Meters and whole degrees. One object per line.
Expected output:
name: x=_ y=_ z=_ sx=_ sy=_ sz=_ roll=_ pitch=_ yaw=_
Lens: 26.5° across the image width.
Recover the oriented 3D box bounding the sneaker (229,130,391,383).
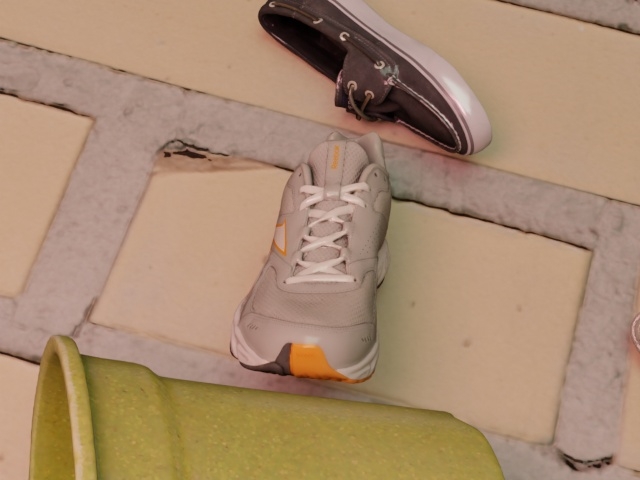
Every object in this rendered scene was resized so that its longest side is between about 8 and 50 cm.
sneaker: x=0.000 y=0.000 z=0.905 sx=0.099 sy=0.121 sz=0.262 roll=7 pitch=22 yaw=2

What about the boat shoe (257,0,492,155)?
boat shoe: x=0.036 y=-0.134 z=1.083 sx=0.076 sy=0.080 sz=0.228 roll=-38 pitch=67 yaw=-16

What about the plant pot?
plant pot: x=-0.032 y=0.192 z=0.797 sx=0.254 sy=0.276 sz=0.276 roll=0 pitch=59 yaw=-17

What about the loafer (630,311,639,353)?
loafer: x=0.281 y=0.095 z=0.991 sx=0.125 sy=0.039 sz=0.045 roll=35 pitch=96 yaw=19
